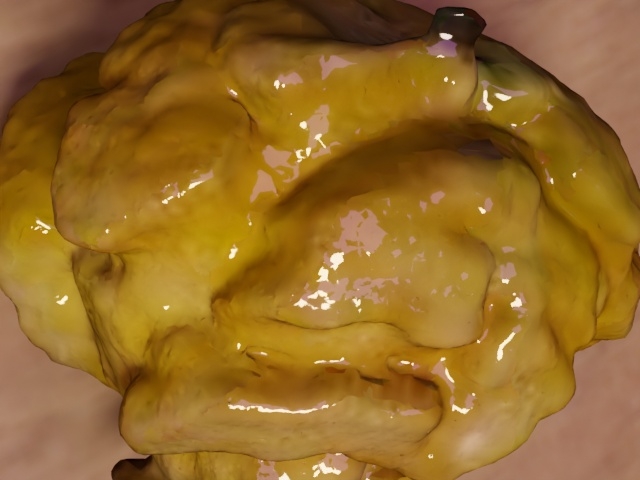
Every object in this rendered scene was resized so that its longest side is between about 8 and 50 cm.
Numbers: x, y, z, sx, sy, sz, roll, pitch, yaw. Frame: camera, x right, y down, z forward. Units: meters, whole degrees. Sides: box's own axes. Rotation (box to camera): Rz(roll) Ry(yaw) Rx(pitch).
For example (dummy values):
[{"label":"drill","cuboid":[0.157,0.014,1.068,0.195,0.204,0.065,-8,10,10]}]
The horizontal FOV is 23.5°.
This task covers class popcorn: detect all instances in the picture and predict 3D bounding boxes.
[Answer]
[{"label":"popcorn","cuboid":[0.000,0.000,0.388,0.167,0.148,0.152,16,117,-12]}]
